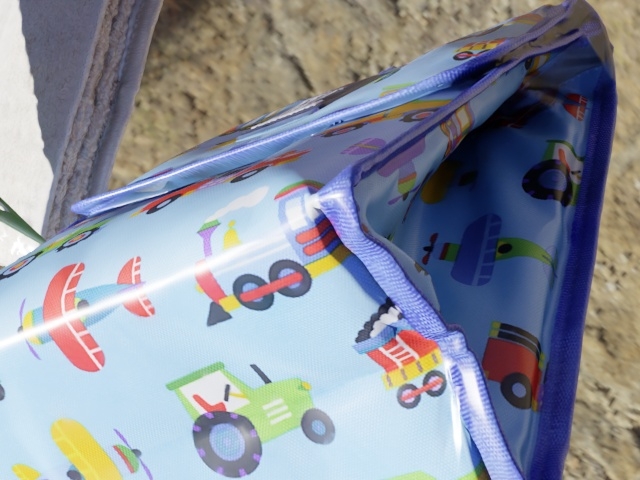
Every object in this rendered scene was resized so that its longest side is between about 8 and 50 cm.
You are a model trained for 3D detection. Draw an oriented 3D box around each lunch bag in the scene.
[{"bbox_3d":[0.000,0.000,0.573,0.221,0.138,0.293,-21,20,30],"label":"lunch bag"}]

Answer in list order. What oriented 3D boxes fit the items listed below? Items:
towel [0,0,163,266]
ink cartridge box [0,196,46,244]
[{"bbox_3d":[-0.171,-0.127,0.788,0.187,0.049,0.282,11,82,38],"label":"towel"},{"bbox_3d":[-0.229,-0.054,0.639,0.209,0.109,0.062,43,86,14],"label":"ink cartridge box"}]
